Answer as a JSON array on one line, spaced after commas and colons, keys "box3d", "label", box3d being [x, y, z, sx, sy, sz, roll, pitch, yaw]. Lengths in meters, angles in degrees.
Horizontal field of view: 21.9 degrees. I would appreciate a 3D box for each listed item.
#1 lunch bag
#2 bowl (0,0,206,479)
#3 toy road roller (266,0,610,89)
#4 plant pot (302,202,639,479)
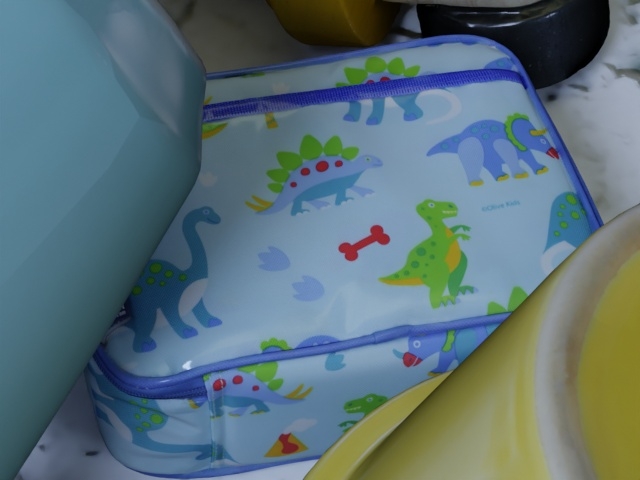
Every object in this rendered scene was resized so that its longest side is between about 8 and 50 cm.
[{"box3d": [0.000, 0.000, 0.696, 0.218, 0.090, 0.176, -8, 50, -7], "label": "lunch bag"}, {"box3d": [-0.154, -0.072, 0.551, 0.163, 0.311, 0.311, -39, 59, -1], "label": "bowl"}, {"box3d": [0.031, -0.243, 0.820, 0.240, 0.202, 0.330, 5, 53, 18], "label": "toy road roller"}, {"box3d": [0.106, 0.116, 0.484, 0.254, 0.239, 0.254, 6, 53, -8], "label": "plant pot"}]
